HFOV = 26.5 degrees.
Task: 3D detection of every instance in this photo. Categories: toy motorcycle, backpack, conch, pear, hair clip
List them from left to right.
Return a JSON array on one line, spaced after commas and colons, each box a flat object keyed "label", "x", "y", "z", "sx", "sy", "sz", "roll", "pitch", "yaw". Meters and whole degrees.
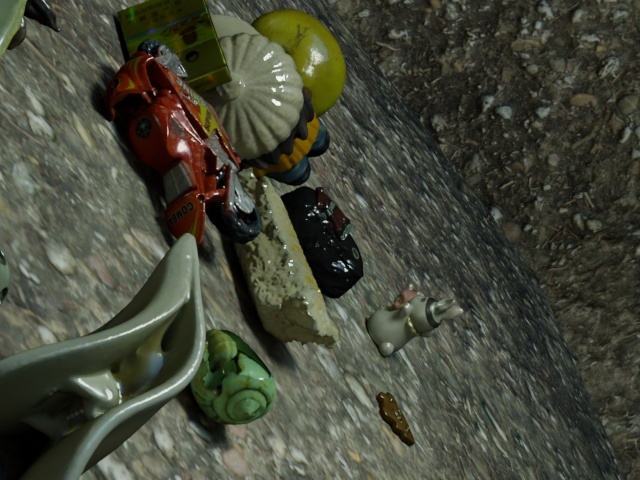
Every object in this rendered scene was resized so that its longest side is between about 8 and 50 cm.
[{"label": "hair clip", "x": -0.174, "y": 0.115, "z": 1.026, "sx": 0.113, "sy": 0.172, "sz": 0.282, "roll": 50, "pitch": 23, "yaw": 1}, {"label": "toy motorcycle", "x": -0.174, "y": -0.121, "z": 1.654, "sx": 0.171, "sy": 0.089, "sz": 0.298, "roll": 4, "pitch": 56, "yaw": -63}, {"label": "conch", "x": -0.106, "y": 0.127, "z": 1.409, "sx": 0.106, "sy": 0.079, "sz": 0.170, "roll": 55, "pitch": -3, "yaw": -35}, {"label": "pear", "x": -0.048, "y": -0.285, "z": 2.258, "sx": 0.200, "sy": 0.200, "sz": 0.200, "roll": 53, "pitch": 15, "yaw": -20}, {"label": "backpack", "x": 0.001, "y": 0.000, "z": 1.972, "sx": 0.165, "sy": 0.106, "sz": 0.120, "roll": 49, "pitch": 11, "yaw": -20}]

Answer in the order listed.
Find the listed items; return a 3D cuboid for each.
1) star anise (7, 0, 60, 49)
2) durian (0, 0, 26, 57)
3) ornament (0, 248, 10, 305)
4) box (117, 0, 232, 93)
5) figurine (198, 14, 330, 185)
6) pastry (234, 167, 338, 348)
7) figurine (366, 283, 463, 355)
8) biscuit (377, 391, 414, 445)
[{"label": "star anise", "x": -0.364, "y": -0.332, "z": 1.432, "sx": 0.212, "sy": 0.129, "sz": 0.283, "roll": -1, "pitch": 54, "yaw": -55}, {"label": "durian", "x": -0.332, "y": -0.213, "z": 1.158, "sx": 0.172, "sy": 0.166, "sz": 0.306, "roll": 61, "pitch": 15, "yaw": 4}, {"label": "ornament", "x": -0.300, "y": 0.002, "z": 1.005, "sx": 0.156, "sy": 0.081, "sz": 0.075, "roll": 49, "pitch": -20, "yaw": -29}, {"label": "box", "x": -0.198, "y": -0.262, "z": 1.822, "sx": 0.030, "sy": 0.121, "sz": 0.193, "roll": 69, "pitch": 1, "yaw": -48}, {"label": "figurine", "x": -0.076, "y": -0.176, "z": 1.944, "sx": 0.204, "sy": 0.185, "sz": 0.332, "roll": 29, "pitch": -5, "yaw": 40}, {"label": "pastry", "x": -0.053, "y": 0.036, "z": 1.742, "sx": 0.121, "sy": 0.089, "sz": 0.258, "roll": 47, "pitch": 18, "yaw": -49}, {"label": "figurine", "x": 0.143, "y": 0.109, "z": 2.143, "sx": 0.081, "sy": 0.146, "sz": 0.098, "roll": 34, "pitch": 26, "yaw": -56}, {"label": "biscuit", "x": 0.112, "y": 0.260, "z": 1.978, "sx": 0.092, "sy": 0.016, "sz": 0.082, "roll": 55, "pitch": 13, "yaw": -4}]
